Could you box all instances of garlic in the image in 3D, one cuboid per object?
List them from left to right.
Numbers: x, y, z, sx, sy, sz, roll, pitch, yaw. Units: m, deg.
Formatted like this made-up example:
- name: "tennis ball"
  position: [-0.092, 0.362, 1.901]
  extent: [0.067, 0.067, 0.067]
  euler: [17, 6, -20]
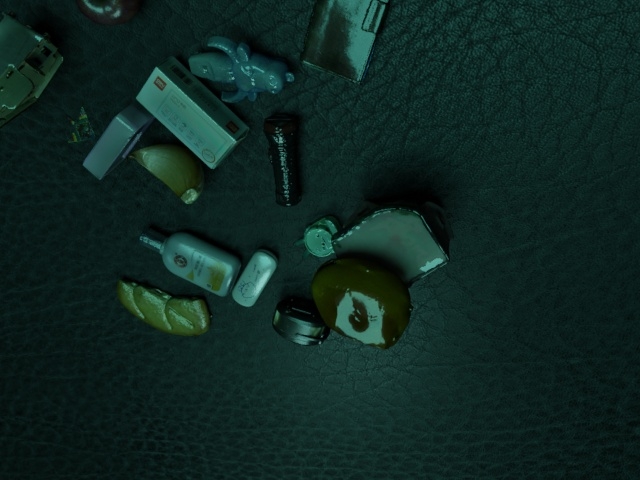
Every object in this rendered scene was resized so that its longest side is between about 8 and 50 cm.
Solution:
- name: "garlic"
  position: [-0.387, -0.183, 1.831]
  extent: [0.206, 0.128, 0.115]
  euler: [31, 163, 5]

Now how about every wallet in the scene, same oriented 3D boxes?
- name: "wallet"
  position: [0.067, -0.519, 1.557]
  extent: [0.169, 0.044, 0.317]
  euler: [22, 119, 8]

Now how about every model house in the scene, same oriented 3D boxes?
- name: "model house"
  position: [-0.792, -0.396, 1.766]
  extent: [0.169, 0.244, 0.326]
  euler: [41, 87, -10]
- name: "model house"
  position: [0.176, -0.018, 1.683]
  extent: [0.237, 0.237, 0.202]
  euler: [-35, 102, 24]

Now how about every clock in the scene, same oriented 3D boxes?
- name: "clock"
  position: [-0.512, -0.264, 1.798]
  extent: [0.063, 0.150, 0.197]
  euler: [40, 121, -11]
- name: "clock"
  position: [0.000, 0.000, 1.851]
  extent: [0.135, 0.041, 0.101]
  euler: [-25, 108, 26]

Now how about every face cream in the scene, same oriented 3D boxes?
- name: "face cream"
  position: [-0.370, 0.046, 1.965]
  extent: [0.291, 0.071, 0.144]
  euler: [27, 121, 1]

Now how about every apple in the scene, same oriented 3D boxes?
- name: "apple"
  position: [-0.498, -0.583, 1.643]
  extent: [0.153, 0.120, 0.153]
  euler: [4, 120, 7]

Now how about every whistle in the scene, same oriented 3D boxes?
- name: "whistle"
  position: [-0.189, -0.404, 1.664]
  extent: [0.269, 0.093, 0.180]
  euler: [8, 144, 14]

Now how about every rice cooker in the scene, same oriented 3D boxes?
- name: "rice cooker"
  position: [-0.052, 0.225, 1.945]
  extent: [0.165, 0.112, 0.106]
  euler: [12, 114, 10]

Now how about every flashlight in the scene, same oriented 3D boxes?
- name: "flashlight"
  position: [-0.093, -0.196, 1.752]
  extent: [0.093, 0.093, 0.232]
  euler: [6, 121, 13]

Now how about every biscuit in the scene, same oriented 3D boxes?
- name: "biscuit"
  position: [-0.471, 0.209, 2.097]
  extent: [0.299, 0.045, 0.154]
  euler: [13, 121, 10]

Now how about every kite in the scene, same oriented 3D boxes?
- name: "kite"
  position: [-0.651, -0.303, 1.901]
  extent: [0.090, 0.004, 0.122]
  euler: [37, 121, -6]

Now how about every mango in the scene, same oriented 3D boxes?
- name: "mango"
  position: [0.092, 0.123, 1.562]
  extent: [0.236, 0.136, 0.166]
  euler: [18, 103, 8]

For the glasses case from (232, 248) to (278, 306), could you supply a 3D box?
- name: "glasses case"
  position: [-0.184, 0.106, 1.955]
  extent: [0.076, 0.049, 0.197]
  euler: [32, 121, -2]

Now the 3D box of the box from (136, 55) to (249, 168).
- name: "box"
  position: [-0.318, -0.314, 1.741]
  extent: [0.269, 0.079, 0.135]
  euler: [43, 134, -7]
